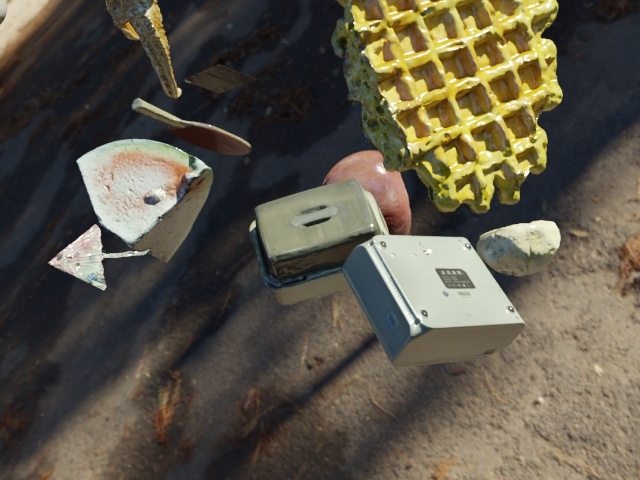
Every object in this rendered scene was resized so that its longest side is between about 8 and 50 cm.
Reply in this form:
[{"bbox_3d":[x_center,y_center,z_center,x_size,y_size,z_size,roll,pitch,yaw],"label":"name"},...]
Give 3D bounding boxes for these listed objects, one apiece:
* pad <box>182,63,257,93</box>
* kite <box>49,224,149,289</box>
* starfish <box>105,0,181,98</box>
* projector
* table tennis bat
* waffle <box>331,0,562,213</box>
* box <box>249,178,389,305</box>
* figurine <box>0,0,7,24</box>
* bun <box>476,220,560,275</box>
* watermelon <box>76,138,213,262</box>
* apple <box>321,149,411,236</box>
[{"bbox_3d":[-0.258,-0.409,1.976,0.193,0.116,0.004,-5,75,52],"label":"pad"},{"bbox_3d":[-0.349,0.024,1.225,0.156,0.011,0.139,-5,51,-14],"label":"kite"},{"bbox_3d":[-0.226,-0.284,0.894,0.050,0.248,0.138,-26,42,-19],"label":"starfish"},{"bbox_3d":[0.186,0.091,1.274,0.108,0.250,0.198,-60,44,36],"label":"projector"},{"bbox_3d":[-0.235,-0.204,1.429,0.138,0.246,0.022,2,76,45],"label":"table tennis bat"},{"bbox_3d":[0.141,-0.188,0.847,0.060,0.307,0.312,-10,70,65],"label":"waffle"},{"bbox_3d":[0.000,0.000,1.686,0.290,0.166,0.221,-17,49,-2],"label":"box"},{"bbox_3d":[-0.484,-0.169,0.662,0.206,0.218,0.365,-22,24,50],"label":"figurine"},{"bbox_3d":[0.518,0.027,2.033,0.220,0.220,0.134,-18,81,37],"label":"bun"},{"bbox_3d":[-0.393,-0.090,1.655,0.320,0.289,0.214,-43,20,39],"label":"watermelon"},{"bbox_3d":[0.122,-0.100,2.186,0.234,0.306,0.306,-13,36,-3],"label":"apple"}]
